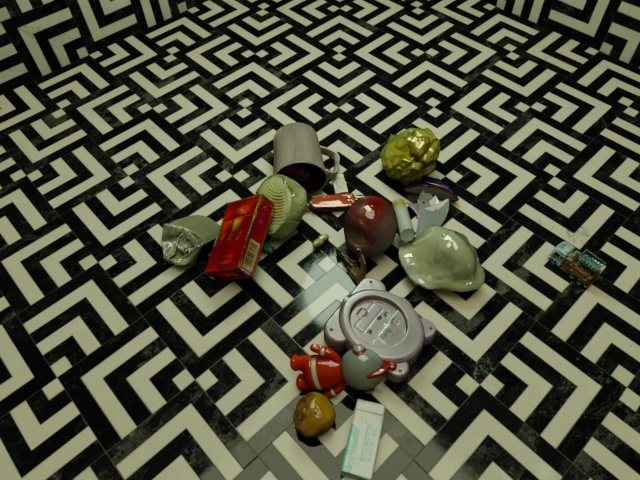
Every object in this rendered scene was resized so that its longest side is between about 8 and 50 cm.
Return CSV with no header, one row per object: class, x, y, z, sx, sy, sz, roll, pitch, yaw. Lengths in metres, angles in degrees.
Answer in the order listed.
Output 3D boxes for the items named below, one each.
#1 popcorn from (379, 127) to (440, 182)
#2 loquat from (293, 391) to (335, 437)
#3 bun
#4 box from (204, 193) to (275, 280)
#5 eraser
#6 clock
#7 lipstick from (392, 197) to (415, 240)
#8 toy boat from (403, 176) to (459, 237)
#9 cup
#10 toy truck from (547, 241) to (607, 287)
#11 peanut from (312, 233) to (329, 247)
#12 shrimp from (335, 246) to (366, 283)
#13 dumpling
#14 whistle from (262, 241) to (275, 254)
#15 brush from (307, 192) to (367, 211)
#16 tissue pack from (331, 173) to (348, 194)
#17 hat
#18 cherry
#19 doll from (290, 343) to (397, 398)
popcorn,0.377,-0.365,2.149,0.286,0.215,0.252,-4,29,50
loquat,-0.021,0.540,1.568,0.137,0.113,0.138,2,77,-7
bun,-0.151,-0.130,2.025,0.152,0.259,0.259,9,38,-47
box,-0.301,-0.011,1.911,0.197,0.089,0.314,-11,55,41
eraser,0.132,0.604,1.543,0.095,0.052,0.225,10,55,12
clock,0.202,0.304,1.733,0.322,0.113,0.295,32,60,21
lipstick,0.323,-0.085,1.995,0.059,0.059,0.264,-1,30,1
toy boat,0.466,-0.137,2.088,0.218,0.072,0.319,-8,56,-1
cup,-0.065,-0.349,2.170,0.288,0.208,0.273,-12,51,4
toy truck,0.941,0.075,1.878,0.080,0.115,0.177,-33,57,-21
peanut,0.000,0.000,2.015,0.037,0.037,0.083,36,64,25
shrimp,0.118,0.064,1.895,0.035,0.148,0.195,-19,52,-23
dumpling,0.431,0.071,1.850,0.242,0.187,0.318,-32,55,-20
whistle,-0.267,0.008,2.018,0.186,0.039,0.039,21,56,16
brush,0.040,-0.154,2.126,0.322,0.051,0.071,-3,60,-4
tissue pack,0.082,-0.240,2.201,0.056,0.023,0.108,-8,53,-4
hat,-0.496,0.007,2.012,0.214,0.149,0.244,29,23,31
cherry,0.203,-0.059,1.938,0.239,0.240,0.206,-41,42,-25
doll,0.074,0.402,1.600,0.336,0.200,0.105,-9,17,19
